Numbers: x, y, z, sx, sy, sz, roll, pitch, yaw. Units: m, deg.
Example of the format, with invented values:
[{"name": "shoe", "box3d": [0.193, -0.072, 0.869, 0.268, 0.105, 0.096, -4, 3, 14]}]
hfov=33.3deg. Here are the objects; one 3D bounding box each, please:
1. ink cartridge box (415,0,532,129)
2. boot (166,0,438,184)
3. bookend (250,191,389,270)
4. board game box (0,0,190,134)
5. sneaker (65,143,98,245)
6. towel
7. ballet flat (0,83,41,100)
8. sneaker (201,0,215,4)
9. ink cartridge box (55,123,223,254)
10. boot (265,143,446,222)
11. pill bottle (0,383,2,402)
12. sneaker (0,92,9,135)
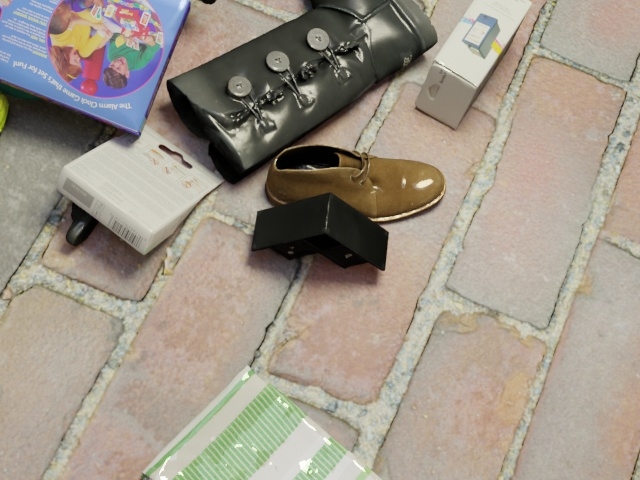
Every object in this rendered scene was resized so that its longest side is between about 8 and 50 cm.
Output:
[{"name": "ink cartridge box", "box3d": [0.263, -0.321, 1.861, 0.093, 0.154, 0.212, 33, 66, 7]}, {"name": "boot", "box3d": [-0.078, -0.351, 1.857, 0.445, 0.146, 0.367, -36, 73, -15]}, {"name": "bookend", "box3d": [0.000, 0.000, 1.725, 0.157, 0.156, 0.072, -12, 59, 37]}, {"name": "board game box", "box3d": [-0.412, -0.339, 1.724, 0.347, 0.078, 0.233, 22, 88, -7]}, {"name": "sneaker", "box3d": [-0.387, -0.074, 1.740, 0.089, 0.051, 0.170, 29, 61, 4]}, {"name": "towel", "box3d": [-0.069, 0.370, 1.585, 0.325, 0.038, 0.248, 40, 67, 12]}, {"name": "ballet flat", "box3d": [-0.433, -0.276, 1.816, 0.232, 0.080, 0.073, 4, 57, -14]}, {"name": "sneaker", "box3d": [-0.179, -0.586, 1.916, 0.202, 0.185, 0.482, 29, 56, -12]}, {"name": "ink cartridge box", "box3d": [-0.288, -0.090, 1.734, 0.181, 0.056, 0.225, 36, 33, 7]}, {"name": "boot", "box3d": [0.065, -0.102, 1.766, 0.305, 0.115, 0.112, 0, 65, -7]}, {"name": "pill bottle", "box3d": [-0.629, 0.202, 1.519, 0.323, 0.181, 0.181, 20, 66, 3]}, {"name": "sneaker", "box3d": [-0.626, -0.153, 1.716, 0.123, 0.109, 0.295, 43, 69, 8]}]
